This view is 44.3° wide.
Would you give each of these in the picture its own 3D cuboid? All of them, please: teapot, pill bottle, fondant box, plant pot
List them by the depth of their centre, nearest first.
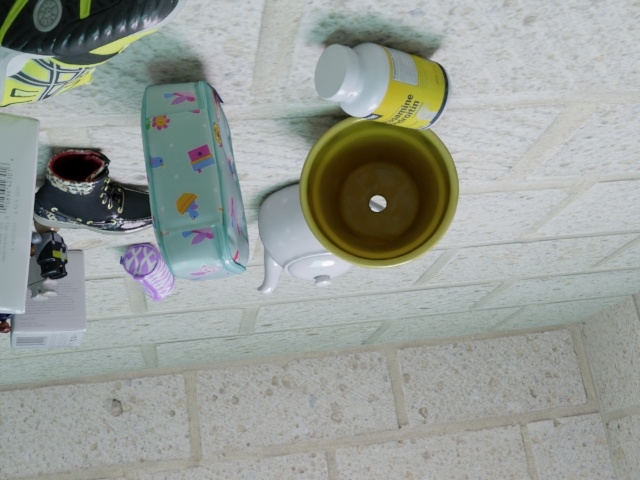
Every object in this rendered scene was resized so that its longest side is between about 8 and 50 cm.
[{"bbox_3d":[-0.477,-0.034,1.043,0.096,0.238,0.330,6,177,-36],"label":"fondant box"},{"bbox_3d":[0.086,-0.218,1.101,0.184,0.103,0.103,5,158,-36],"label":"pill bottle"},{"bbox_3d":[0.101,-0.075,1.353,0.254,0.254,0.239,-10,176,4],"label":"plant pot"},{"bbox_3d":[0.000,0.000,1.593,0.253,0.187,0.256,-5,161,-12],"label":"teapot"}]

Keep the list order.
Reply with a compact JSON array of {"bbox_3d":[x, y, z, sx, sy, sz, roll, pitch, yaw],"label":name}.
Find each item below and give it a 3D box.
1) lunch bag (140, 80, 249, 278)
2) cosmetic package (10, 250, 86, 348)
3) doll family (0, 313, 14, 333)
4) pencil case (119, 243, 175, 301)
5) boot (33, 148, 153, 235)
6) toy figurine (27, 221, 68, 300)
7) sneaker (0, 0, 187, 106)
[{"bbox_3d":[-0.172,-0.084,1.124,0.108,0.279,0.224,-9,173,3],"label":"lunch bag"},{"bbox_3d":[-0.598,0.131,1.721,0.151,0.183,0.151,1,160,-22],"label":"cosmetic package"},{"bbox_3d":[-0.702,0.143,1.595,0.193,0.111,0.076,-14,161,16],"label":"doll family"},{"bbox_3d":[-0.389,0.075,1.803,0.086,0.088,0.206,-7,163,1],"label":"pencil case"},{"bbox_3d":[-0.367,-0.081,1.346,0.236,0.085,0.178,1,157,-27],"label":"boot"},{"bbox_3d":[-0.594,0.028,1.496,0.210,0.148,0.213,-6,161,-26],"label":"toy figurine"},{"bbox_3d":[-0.286,-0.239,0.855,0.385,0.145,0.147,-7,172,30],"label":"sneaker"}]
